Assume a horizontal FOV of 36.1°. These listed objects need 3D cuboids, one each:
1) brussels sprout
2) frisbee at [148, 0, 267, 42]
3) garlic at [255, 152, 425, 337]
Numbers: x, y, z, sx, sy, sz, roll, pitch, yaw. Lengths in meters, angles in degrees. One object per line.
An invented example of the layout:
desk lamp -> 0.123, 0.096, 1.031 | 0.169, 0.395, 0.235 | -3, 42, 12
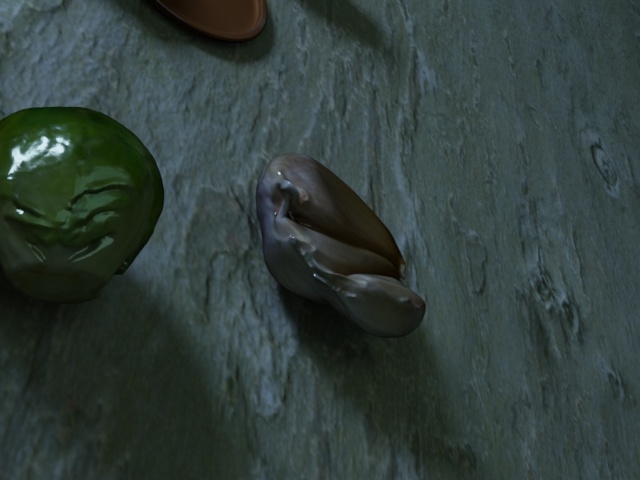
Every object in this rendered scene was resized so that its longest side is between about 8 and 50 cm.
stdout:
brussels sprout -> -0.216, -0.038, 0.844 | 0.162, 0.144, 0.180 | 10, 54, -47
frisbee -> -0.172, -0.358, 1.289 | 0.251, 0.021, 0.250 | 29, 41, -29
garlic -> 0.000, 0.000, 1.093 | 0.228, 0.110, 0.217 | 39, 24, -36
